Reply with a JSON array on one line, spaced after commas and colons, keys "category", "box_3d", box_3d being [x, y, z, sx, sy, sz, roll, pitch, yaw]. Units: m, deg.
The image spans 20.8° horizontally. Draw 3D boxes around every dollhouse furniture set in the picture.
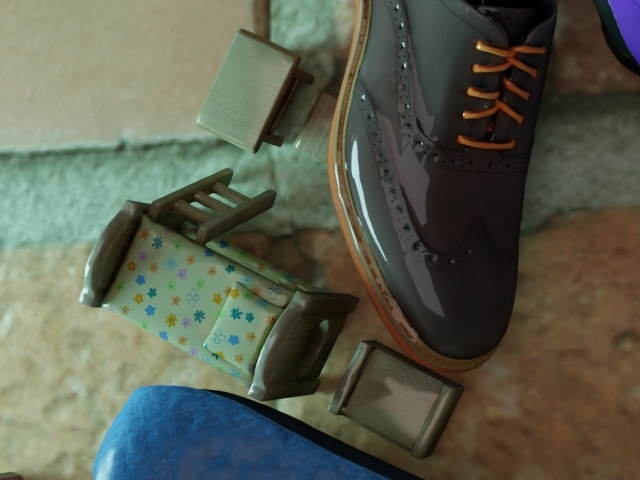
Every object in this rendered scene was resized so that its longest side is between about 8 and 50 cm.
[{"category": "dollhouse furniture set", "box_3d": [0.000, 0.000, 0.882, 0.182, 0.101, 0.161, 27, 95, 16]}]

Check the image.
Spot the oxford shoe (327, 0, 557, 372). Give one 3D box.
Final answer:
[{"category": "oxford shoe", "box_3d": [0.064, -0.071, 0.852, 0.097, 0.098, 0.271, -3, 86, -28]}]

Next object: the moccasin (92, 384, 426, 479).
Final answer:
[{"category": "moccasin", "box_3d": [0.050, 0.170, 0.858, 0.342, 0.117, 0.138, 36, 87, 20]}]

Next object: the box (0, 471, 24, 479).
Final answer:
[{"category": "box", "box_3d": [-0.246, 0.203, 0.879, 0.148, 0.232, 0.127, -21, 81, 15]}]

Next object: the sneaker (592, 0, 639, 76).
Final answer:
[{"category": "sneaker", "box_3d": [0.214, -0.087, 0.823, 0.102, 0.146, 0.293, -46, 106, -15]}]
